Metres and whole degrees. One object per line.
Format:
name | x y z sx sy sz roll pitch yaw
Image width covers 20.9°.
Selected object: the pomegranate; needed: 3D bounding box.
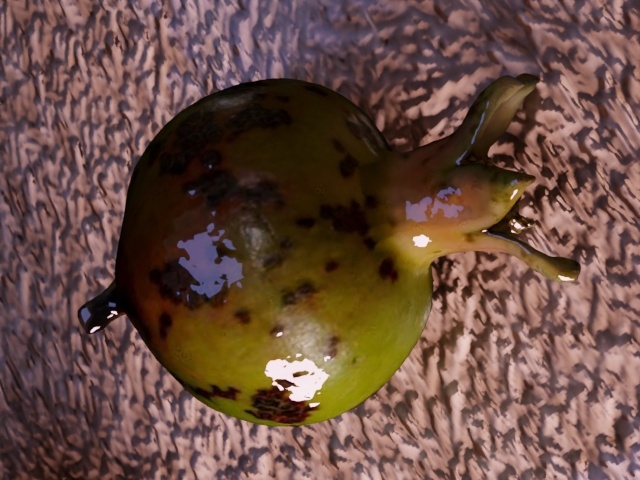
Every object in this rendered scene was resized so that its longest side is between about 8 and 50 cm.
pomegranate | 0.003 -0.001 0.759 0.220 0.156 0.156 -17 85 42
